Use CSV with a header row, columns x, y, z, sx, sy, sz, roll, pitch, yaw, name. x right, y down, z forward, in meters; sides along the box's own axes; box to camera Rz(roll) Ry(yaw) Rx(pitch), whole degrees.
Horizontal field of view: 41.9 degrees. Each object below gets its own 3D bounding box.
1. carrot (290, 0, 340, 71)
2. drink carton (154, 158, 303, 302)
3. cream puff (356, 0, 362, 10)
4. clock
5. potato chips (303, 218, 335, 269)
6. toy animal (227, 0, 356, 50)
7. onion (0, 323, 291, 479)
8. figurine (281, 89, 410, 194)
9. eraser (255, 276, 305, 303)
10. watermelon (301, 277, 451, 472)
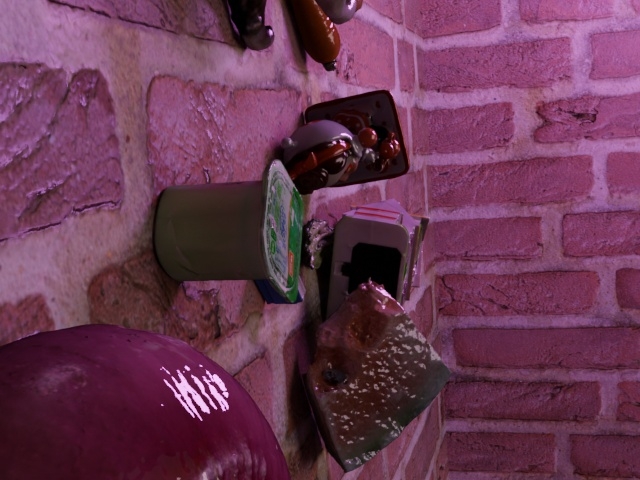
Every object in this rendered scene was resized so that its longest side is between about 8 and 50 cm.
x,y,z,sx,sy,sz,roll,pitch,yaw,name
-0.027,-0.426,1.456,0.336,0.069,0.069,65,27,-46,carrot
-0.107,-0.010,0.972,0.144,0.142,0.146,61,31,-62,drink carton
0.023,-0.482,1.561,0.144,0.103,0.126,72,27,-43,cream puff
0.123,0.030,1.680,0.309,0.166,0.235,-55,152,-69,clock
0.001,0.000,1.546,0.207,0.028,0.092,-33,119,-72,potato chips
-0.043,-0.485,1.167,0.302,0.194,0.344,57,35,-61,toy animal
-0.138,0.251,0.559,0.358,0.345,0.358,-42,151,-30,onion
0.015,-0.146,1.403,0.226,0.183,0.160,-34,112,-57,figurine
-0.063,0.062,1.254,0.084,0.063,0.027,69,22,-50,eraser
0.090,0.260,1.466,0.264,0.151,0.302,-39,131,-15,watermelon
